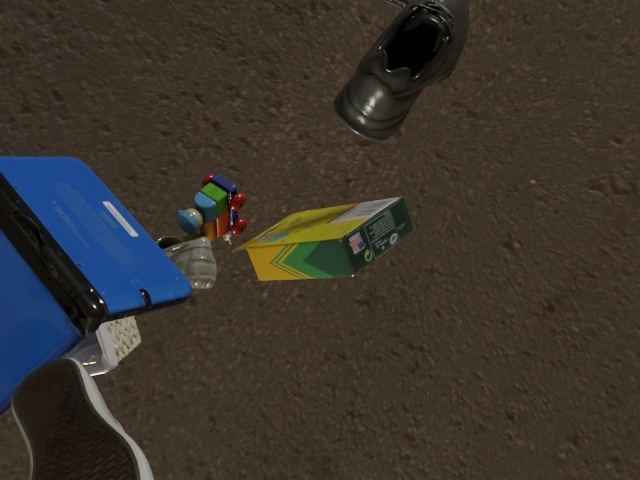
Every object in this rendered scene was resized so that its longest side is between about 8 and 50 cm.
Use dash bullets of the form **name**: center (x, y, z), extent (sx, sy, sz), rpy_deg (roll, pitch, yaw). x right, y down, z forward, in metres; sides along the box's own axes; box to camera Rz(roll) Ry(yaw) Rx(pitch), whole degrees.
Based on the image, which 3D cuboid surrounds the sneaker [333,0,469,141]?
- **sneaker**: center (0.128, -0.245, 0.856), extent (0.109, 0.130, 0.286), rpy_deg (33, 57, -2)

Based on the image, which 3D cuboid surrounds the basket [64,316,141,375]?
- **basket**: center (-0.360, 0.113, 1.054), extent (0.113, 0.103, 0.167), rpy_deg (-12, 98, 18)

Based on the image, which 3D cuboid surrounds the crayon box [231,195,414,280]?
- **crayon box**: center (0.000, 0.000, 1.371), extent (0.319, 0.202, 0.081), rpy_deg (-5, 111, 46)

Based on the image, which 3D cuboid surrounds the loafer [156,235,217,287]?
- **loafer**: center (-0.327, 0.047, 1.498), extent (0.320, 0.112, 0.111), rpy_deg (-3, 81, 46)

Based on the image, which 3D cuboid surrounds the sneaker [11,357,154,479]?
- **sneaker**: center (-0.188, 0.220, 0.596), extent (0.106, 0.290, 0.123), rpy_deg (-27, 123, -12)

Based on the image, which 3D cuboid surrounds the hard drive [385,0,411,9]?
- **hard drive**: center (0.201, -0.455, 1.289), extent (0.135, 0.022, 0.094), rpy_deg (27, 62, 9)

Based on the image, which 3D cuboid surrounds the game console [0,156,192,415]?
- **game console**: center (-0.361, 0.042, 0.882), extent (0.293, 0.250, 0.173), rpy_deg (45, 116, 20)

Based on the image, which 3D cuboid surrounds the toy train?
- **toy train**: center (-0.249, -0.021, 1.554), extent (0.105, 0.248, 0.143), rpy_deg (34, 57, 20)
